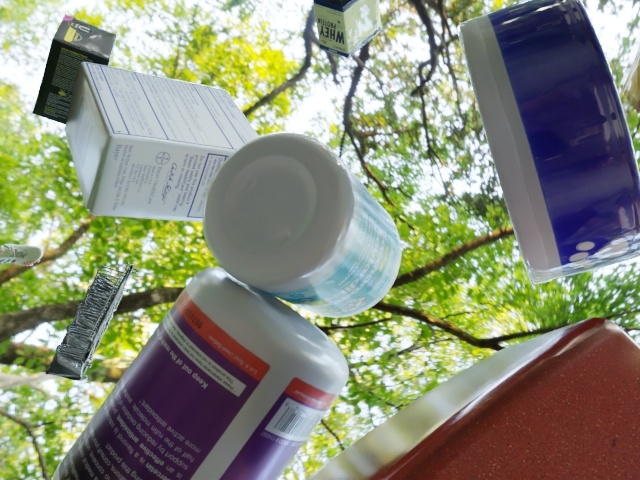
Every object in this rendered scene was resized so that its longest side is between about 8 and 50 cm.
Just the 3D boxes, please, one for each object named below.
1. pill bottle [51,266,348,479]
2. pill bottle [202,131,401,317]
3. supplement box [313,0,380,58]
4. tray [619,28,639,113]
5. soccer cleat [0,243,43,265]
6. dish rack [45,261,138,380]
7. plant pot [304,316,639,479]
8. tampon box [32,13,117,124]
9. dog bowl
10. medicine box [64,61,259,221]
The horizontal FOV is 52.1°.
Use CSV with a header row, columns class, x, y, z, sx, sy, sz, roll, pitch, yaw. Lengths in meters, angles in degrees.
class,x,y,z,sx,sy,sz,roll,pitch,yaw
pill bottle,-0.129,0.198,0.632,0.181,0.181,0.323,36,-91,22
pill bottle,0.000,0.000,0.686,0.146,0.264,0.146,-5,-106,20
supplement box,0.040,-0.327,0.947,0.056,0.083,0.083,29,-120,29
tray,0.601,-0.255,0.776,0.411,0.203,0.076,-2,-135,-2
soccer cleat,-0.425,0.018,0.909,0.083,0.035,0.029,0,-111,18
dish rack,-0.404,0.141,1.159,0.074,0.271,0.208,25,-115,-13
plant pot,0.150,0.208,0.452,0.236,0.267,0.267,-42,-98,-18
tampon box,-0.456,-0.311,1.217,0.161,0.101,0.120,-59,-154,30
dog bowl,0.219,-0.097,0.632,0.104,0.265,0.265,-16,-105,17
medicine box,-0.268,-0.166,1.146,0.263,0.289,0.149,56,-49,43
